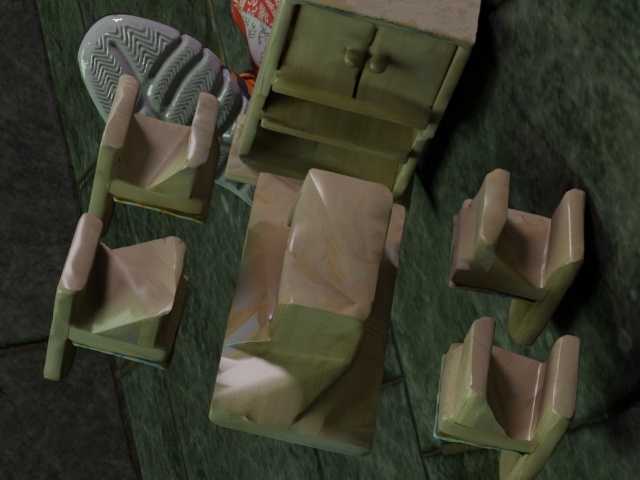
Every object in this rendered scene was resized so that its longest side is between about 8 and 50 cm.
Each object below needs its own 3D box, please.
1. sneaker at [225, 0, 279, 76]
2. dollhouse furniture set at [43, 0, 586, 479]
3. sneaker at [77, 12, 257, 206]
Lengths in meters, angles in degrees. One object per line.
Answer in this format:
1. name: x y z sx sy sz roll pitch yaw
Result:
1. sneaker: -0.034 -0.249 1.677 0.270 0.090 0.145 -122 25 -51
2. dollhouse furniture set: 0.000 0.000 1.352 0.256 0.362 0.394 110 172 -54
3. sneaker: -0.116 -0.131 1.710 0.124 0.321 0.180 -49 27 9
